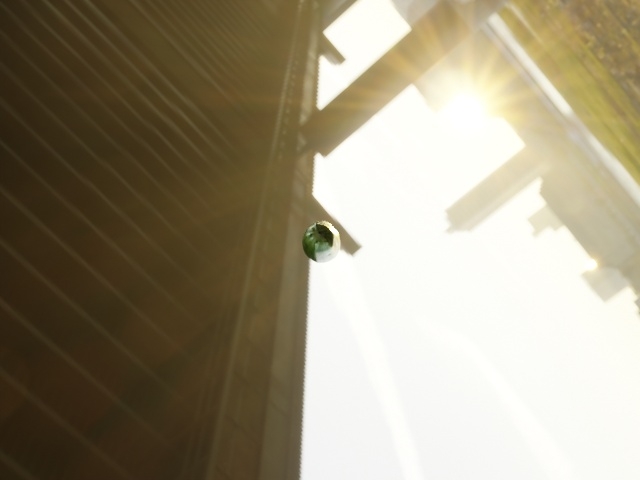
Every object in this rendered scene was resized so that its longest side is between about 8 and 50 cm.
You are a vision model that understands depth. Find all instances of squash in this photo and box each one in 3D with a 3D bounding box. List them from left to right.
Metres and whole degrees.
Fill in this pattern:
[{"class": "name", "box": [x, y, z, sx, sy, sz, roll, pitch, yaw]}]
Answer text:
[{"class": "squash", "box": [0.000, 0.001, 0.549, 0.027, 0.027, 0.089, 50, -178, -2]}]
